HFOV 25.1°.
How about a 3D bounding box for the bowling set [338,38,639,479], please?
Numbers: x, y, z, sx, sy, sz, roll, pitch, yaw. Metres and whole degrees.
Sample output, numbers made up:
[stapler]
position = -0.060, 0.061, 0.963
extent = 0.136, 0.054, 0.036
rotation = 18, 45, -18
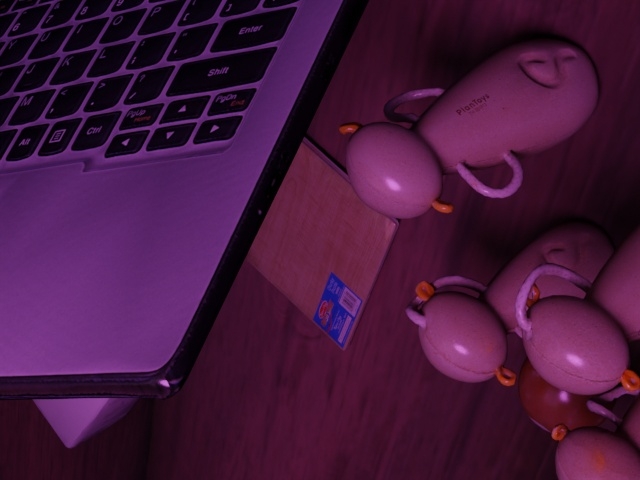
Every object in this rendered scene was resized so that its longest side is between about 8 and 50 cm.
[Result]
[bowling set]
position = 0.129, 0.063, 0.685
extent = 0.287, 0.154, 0.199
rotation = 42, 140, 23

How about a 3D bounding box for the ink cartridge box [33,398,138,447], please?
[ink cartridge box]
position = -0.224, -0.010, 1.126
extent = 0.296, 0.066, 0.261
rotation = 53, 144, 8

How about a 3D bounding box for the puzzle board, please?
[puzzle board]
position = 0.000, 0.000, 0.916
extent = 0.096, 0.011, 0.128
rotation = 42, 141, 20

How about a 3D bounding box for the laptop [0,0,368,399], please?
[laptop]
position = -0.183, -0.161, 0.618
extent = 0.382, 0.407, 0.236
rotation = -6, 137, 37
